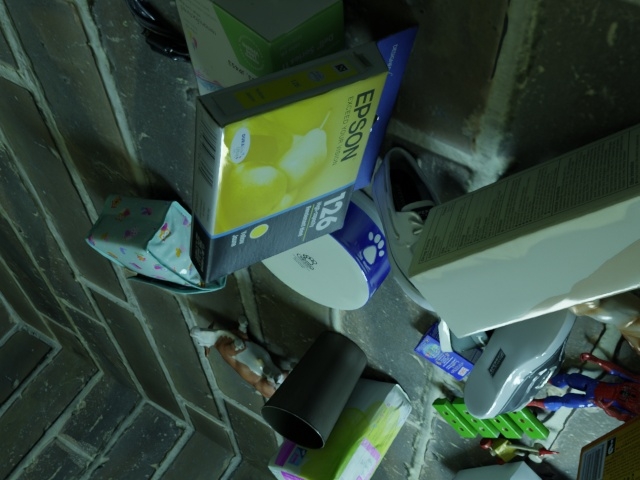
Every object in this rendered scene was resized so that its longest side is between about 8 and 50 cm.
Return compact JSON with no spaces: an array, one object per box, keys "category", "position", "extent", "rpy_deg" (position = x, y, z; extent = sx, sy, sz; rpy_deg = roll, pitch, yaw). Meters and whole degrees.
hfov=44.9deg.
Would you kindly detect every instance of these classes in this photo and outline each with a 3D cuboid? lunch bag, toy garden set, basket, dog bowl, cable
[{"category":"lunch bag","position":[-0.358,0.024,1.755],"extent":[0.224,0.160,0.262],"rpy_deg":[9,153,36]},{"category":"toy garden set","position":[0.378,0.380,1.584],"extent":[0.204,0.049,0.244],"rpy_deg":[46,150,-14]},{"category":"basket","position":[-0.005,0.330,1.742],"extent":[0.154,0.227,0.204],"rpy_deg":[42,151,-10]},{"category":"dog bowl","position":[0.000,0.000,1.366],"extent":[0.265,0.104,0.265],"rpy_deg":[27,151,17]},{"category":"cable","position":[-0.213,-0.333,1.173],"extent":[0.185,0.047,0.150],"rpy_deg":[28,146,21]}]

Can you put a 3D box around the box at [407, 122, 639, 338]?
[{"category":"box","position":[0.271,-0.007,0.908],"extent":[0.311,0.148,0.121],"rpy_deg":[-22,118,37]}]

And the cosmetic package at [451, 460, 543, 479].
[{"category":"cosmetic package","position":[0.458,0.644,1.760],"extent":[0.284,0.097,0.377],"rpy_deg":[43,158,4]}]

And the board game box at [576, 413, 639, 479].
[{"category":"board game box","position":[0.581,0.470,1.081],"extent":[0.357,0.356,0.356],"rpy_deg":[19,151,2]}]

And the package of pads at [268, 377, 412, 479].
[{"category":"package of pads","position":[0.050,0.448,1.784],"extent":[0.229,0.296,0.101],"rpy_deg":[1,134,48]}]

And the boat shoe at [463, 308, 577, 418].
[{"category":"boat shoe","position":[0.339,0.181,1.240],"extent":[0.108,0.102,0.301],"rpy_deg":[-114,36,-44]}]

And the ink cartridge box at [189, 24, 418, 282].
[{"category":"ink cartridge box","position":[-0.015,-0.100,0.981],"extent":[0.072,0.307,0.303],"rpy_deg":[55,153,27]}]

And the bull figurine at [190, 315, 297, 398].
[{"category":"bull figurine","position":[-0.198,0.301,2.049],"extent":[0.310,0.101,0.188],"rpy_deg":[38,150,-2]}]

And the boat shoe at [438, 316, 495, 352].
[{"category":"boat shoe","position":[0.239,0.077,1.238],"extent":[0.099,0.116,0.319],"rpy_deg":[3,142,12]}]

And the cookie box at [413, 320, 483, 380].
[{"category":"cookie box","position":[0.244,0.212,1.481],"extent":[0.107,0.040,0.092],"rpy_deg":[34,152,6]}]

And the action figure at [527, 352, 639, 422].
[{"category":"action figure","position":[0.415,0.234,1.257],"extent":[0.139,0.091,0.280],"rpy_deg":[35,156,-33]}]

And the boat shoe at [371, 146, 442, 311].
[{"category":"boat shoe","position":[0.132,-0.021,1.083],"extent":[0.084,0.095,0.258],"rpy_deg":[97,155,-52]}]

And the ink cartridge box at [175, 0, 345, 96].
[{"category":"ink cartridge box","position":[-0.071,-0.205,1.073],"extent":[0.207,0.119,0.353],"rpy_deg":[40,157,28]}]

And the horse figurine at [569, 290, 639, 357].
[{"category":"horse figurine","position":[0.406,0.081,1.062],"extent":[0.263,0.066,0.174],"rpy_deg":[26,154,-1]}]
